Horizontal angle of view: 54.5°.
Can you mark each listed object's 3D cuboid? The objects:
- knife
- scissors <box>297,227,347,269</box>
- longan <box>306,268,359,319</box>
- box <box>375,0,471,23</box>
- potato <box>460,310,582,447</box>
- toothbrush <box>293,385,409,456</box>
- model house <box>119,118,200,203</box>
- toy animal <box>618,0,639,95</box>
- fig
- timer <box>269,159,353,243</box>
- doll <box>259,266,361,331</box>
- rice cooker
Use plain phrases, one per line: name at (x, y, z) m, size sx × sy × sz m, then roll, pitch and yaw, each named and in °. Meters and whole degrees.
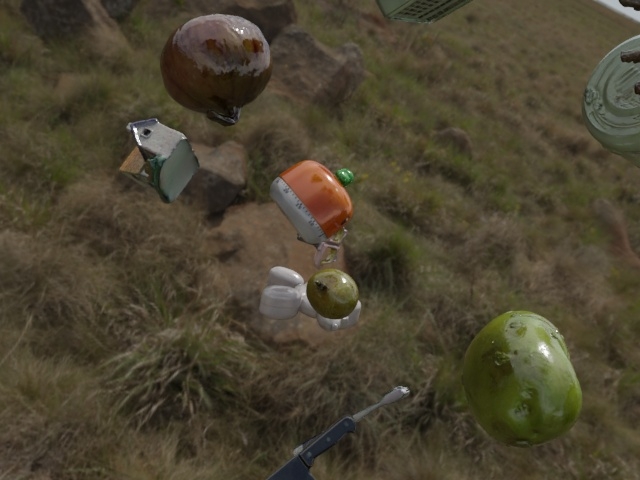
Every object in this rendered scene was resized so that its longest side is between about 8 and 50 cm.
knife at (-0.034, 0.347, 0.881) m, size 0.072 × 0.245 × 0.019 m, roll 49°, pitch -12°, yaw 11°
scissors at (0.000, 0.000, 1.665) m, size 0.024 × 0.160 × 0.317 m, roll 23°, pitch 3°, yaw 21°
longan at (0.014, 0.071, 0.849) m, size 0.075 × 0.075 × 0.083 m, roll 49°, pitch 5°, yaw 34°
box at (0.223, -0.555, 1.253) m, size 0.291 × 0.221 × 0.166 m, roll -26°, pitch 95°, yaw -55°
potato at (0.289, 0.199, 0.915) m, size 0.149 × 0.186 × 0.253 m, roll 0°, pitch 1°, yaw -2°
toothbrush at (0.049, 0.332, 1.131) m, size 0.026 × 0.288 × 0.024 m, roll 5°, pitch 52°, yaw -52°
model house at (-0.254, -0.126, 0.938) m, size 0.100 × 0.100 × 0.087 m, roll 29°, pitch 71°, yaw 12°
toy animal at (0.431, -0.221, 0.596) m, size 0.243 × 0.260 × 0.087 m, roll 43°, pitch 57°, yaw -38°
fig at (-0.214, -0.356, 1.291) m, size 0.214 × 0.235 × 0.235 m, roll 55°, pitch 22°, yaw -18°
timer at (-0.003, -0.068, 0.955) m, size 0.136 × 0.136 × 0.099 m, roll 35°, pitch -14°, yaw 12°
doll at (-0.015, 0.100, 1.002) m, size 0.160 × 0.059 × 0.161 m, roll 11°, pitch 16°, yaw -3°
rice cooker at (0.599, -0.227, 1.078) m, size 0.244 × 0.226 × 0.226 m, roll 19°, pitch 27°, yaw -38°
